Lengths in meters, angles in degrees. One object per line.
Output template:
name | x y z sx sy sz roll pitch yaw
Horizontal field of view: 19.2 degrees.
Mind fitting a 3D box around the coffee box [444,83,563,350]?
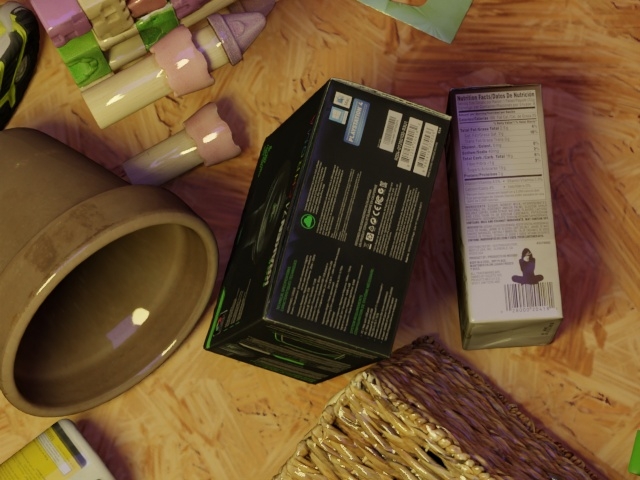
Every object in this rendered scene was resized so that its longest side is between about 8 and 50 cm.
coffee box | 0.186 -0.022 1.945 0.098 0.141 0.246 -4 75 -1

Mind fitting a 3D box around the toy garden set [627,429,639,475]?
toy garden set | 0.363 0.328 1.847 0.204 0.049 0.244 21 80 -38

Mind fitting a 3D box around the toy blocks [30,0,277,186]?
toy blocks | -0.156 -0.257 1.933 0.260 0.288 0.309 -29 75 -3

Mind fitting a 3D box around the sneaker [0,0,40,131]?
sneaker | -0.444 -0.114 1.966 0.147 0.145 0.384 37 76 10

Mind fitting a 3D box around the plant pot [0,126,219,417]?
plant pot | -0.270 0.009 1.897 0.263 0.263 0.229 -41 62 -10

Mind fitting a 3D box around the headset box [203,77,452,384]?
headset box | 0.000 0.000 1.874 0.131 0.283 0.246 18 77 -12

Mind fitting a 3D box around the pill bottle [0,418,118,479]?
pill bottle | -0.296 0.270 1.887 0.184 0.103 0.103 -37 79 -9

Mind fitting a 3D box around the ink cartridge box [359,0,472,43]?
ink cartridge box | 0.122 -0.357 2.075 0.171 0.056 0.235 26 75 6

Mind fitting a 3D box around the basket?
basket | 0.123 0.273 1.880 0.299 0.223 0.213 39 107 11
